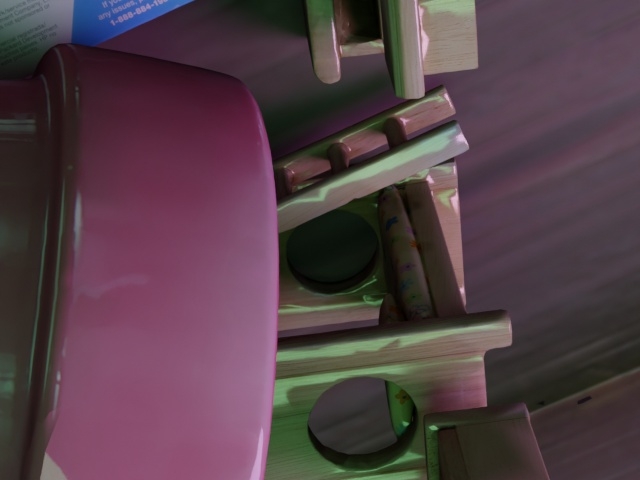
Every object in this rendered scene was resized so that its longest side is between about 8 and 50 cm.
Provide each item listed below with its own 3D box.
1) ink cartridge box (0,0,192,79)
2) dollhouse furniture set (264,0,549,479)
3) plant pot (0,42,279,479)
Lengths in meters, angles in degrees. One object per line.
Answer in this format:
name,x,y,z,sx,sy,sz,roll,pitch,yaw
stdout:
ink cartridge box,-0.098,-0.114,0.482,0.088,0.052,0.122,-23,119,7
dollhouse furniture set,0.000,0.000,0.477,0.101,0.182,0.161,-7,119,-1
plant pot,-0.124,0.039,0.439,0.180,0.201,0.201,9,117,-16
